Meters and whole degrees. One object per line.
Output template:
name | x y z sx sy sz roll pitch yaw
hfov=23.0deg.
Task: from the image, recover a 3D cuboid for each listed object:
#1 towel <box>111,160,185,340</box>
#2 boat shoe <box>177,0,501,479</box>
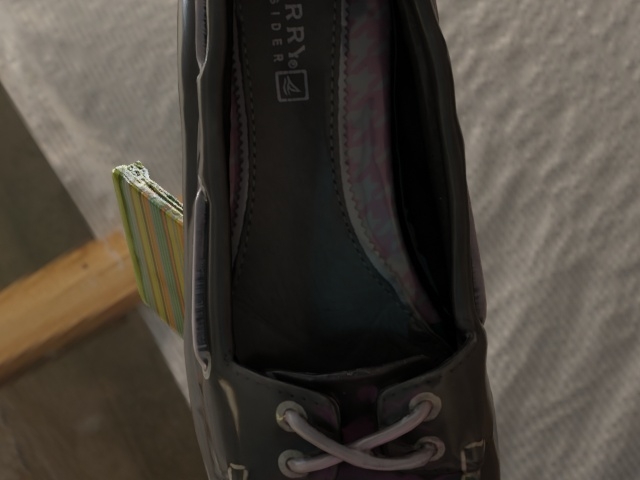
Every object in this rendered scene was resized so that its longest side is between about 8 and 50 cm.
towel | -0.044 0.042 0.852 0.021 0.102 0.237 -26 -144 -24
boat shoe | 0.000 0.000 0.560 0.112 0.095 0.335 -7 -95 0
